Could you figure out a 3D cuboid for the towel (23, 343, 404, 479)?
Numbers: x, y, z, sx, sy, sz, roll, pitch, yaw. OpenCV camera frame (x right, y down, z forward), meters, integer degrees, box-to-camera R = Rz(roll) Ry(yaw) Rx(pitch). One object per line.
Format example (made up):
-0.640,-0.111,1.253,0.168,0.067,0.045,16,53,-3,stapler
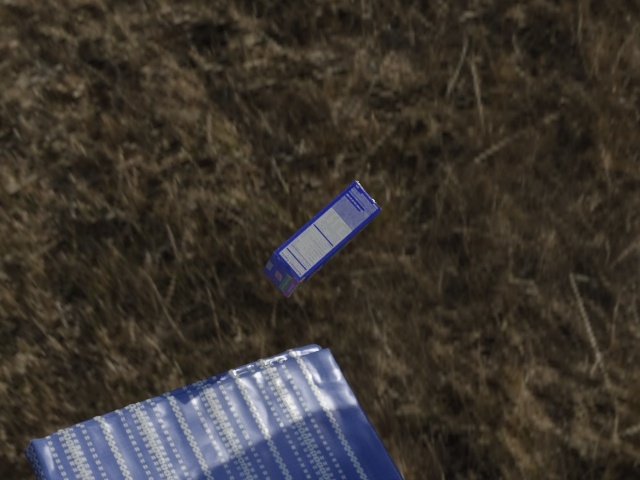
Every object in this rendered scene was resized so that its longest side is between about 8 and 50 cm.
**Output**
-0.074,0.237,1.291,0.336,0.040,0.243,-15,62,-33,towel

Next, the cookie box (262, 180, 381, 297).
0.000,0.000,1.344,0.107,0.092,0.040,-41,88,-14,cookie box
